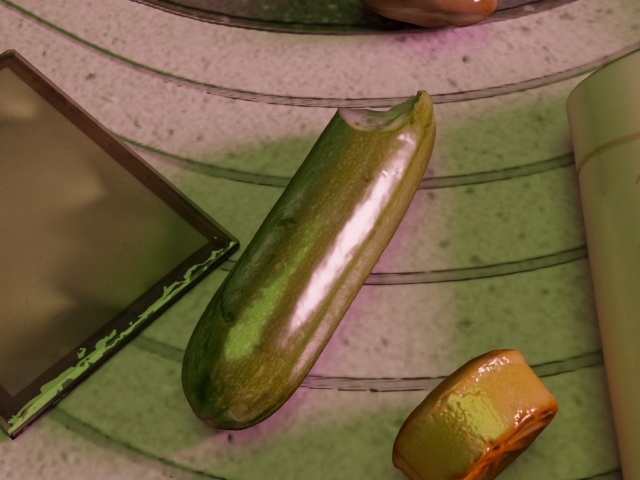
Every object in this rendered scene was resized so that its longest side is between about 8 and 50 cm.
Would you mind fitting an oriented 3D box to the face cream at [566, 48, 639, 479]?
[{"bbox_3d":[0.230,0.026,0.509,0.173,0.081,0.348,-3,57,4],"label":"face cream"}]

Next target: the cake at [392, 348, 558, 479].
[{"bbox_3d":[0.074,0.090,0.474,0.084,0.084,0.044,-35,66,-19],"label":"cake"}]

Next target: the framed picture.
[{"bbox_3d":[-0.187,-0.012,0.588,0.173,0.010,0.231,-40,65,-21],"label":"framed picture"}]

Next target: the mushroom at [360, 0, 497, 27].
[{"bbox_3d":[0.095,-0.235,0.679,0.097,0.088,0.212,27,63,-20],"label":"mushroom"}]

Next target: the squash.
[{"bbox_3d":[0.000,0.000,0.541,0.069,0.069,0.239,24,62,16],"label":"squash"}]
